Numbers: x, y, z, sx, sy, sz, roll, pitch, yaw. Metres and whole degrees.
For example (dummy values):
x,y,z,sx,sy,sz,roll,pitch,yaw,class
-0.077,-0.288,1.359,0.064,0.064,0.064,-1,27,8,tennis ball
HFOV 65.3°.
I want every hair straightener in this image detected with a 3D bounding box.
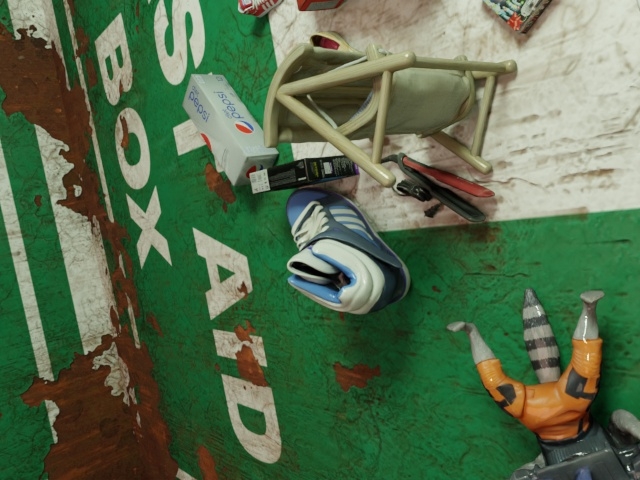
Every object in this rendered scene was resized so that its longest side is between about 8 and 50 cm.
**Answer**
x,y,z,sx,sy,sz,roll,pitch,yaw,class
0.172,-0.080,0.824,0.230,0.047,0.089,32,123,39,hair straightener

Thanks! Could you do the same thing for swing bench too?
x,y,z,sx,sy,sz,roll,pitch,yaw,class
0.093,-0.195,0.725,0.254,0.253,0.165,27,119,40,swing bench

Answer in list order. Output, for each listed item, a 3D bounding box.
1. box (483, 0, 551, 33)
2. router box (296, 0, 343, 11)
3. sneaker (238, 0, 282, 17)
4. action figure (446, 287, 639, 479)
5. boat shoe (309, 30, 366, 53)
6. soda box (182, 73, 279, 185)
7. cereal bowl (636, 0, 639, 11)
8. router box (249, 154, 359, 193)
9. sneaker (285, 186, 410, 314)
x,y,z,sx,sy,sz,roll,pitch,yaw,class
0.276,-0.355,0.646,0.094,0.027,0.137,55,135,21,box
0.013,-0.582,0.757,0.301,0.082,0.336,177,80,-70,router box
-0.124,-0.499,1.024,0.118,0.067,0.042,-21,85,49,sneaker
0.368,0.224,0.652,0.341,0.178,0.330,-22,91,22,action figure
0.039,-0.322,0.897,0.170,0.059,0.063,47,131,29,boat shoe
-0.218,-0.264,1.177,0.286,0.091,0.098,56,136,22,soda box
0.448,-0.274,0.389,0.339,0.141,0.339,15,111,45,cereal bowl
-0.034,-0.129,0.975,0.178,0.133,0.046,-4,97,49,router box
0.000,0.001,0.878,0.323,0.236,0.130,44,111,26,sneaker
